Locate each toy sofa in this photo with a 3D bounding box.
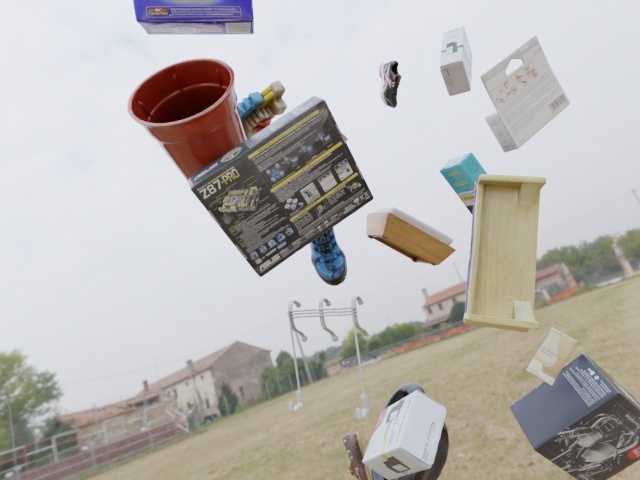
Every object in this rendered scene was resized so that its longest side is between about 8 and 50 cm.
[{"bbox_3d":[0.440,0.031,0.998,0.150,0.363,0.177,5,-7,15],"label":"toy sofa"}]

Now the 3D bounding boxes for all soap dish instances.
[{"bbox_3d":[0.320,-0.013,1.519,0.290,0.118,0.229,28,-4,-12],"label":"soap dish"}]

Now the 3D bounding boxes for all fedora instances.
[{"bbox_3d":[0.280,0.605,1.212,0.152,0.334,0.334,24,-27,-7],"label":"fedora"}]

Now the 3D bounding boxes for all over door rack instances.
[{"bbox_3d":[0.024,0.332,1.194,0.239,0.324,0.108,-9,-14,29],"label":"over door rack"}]

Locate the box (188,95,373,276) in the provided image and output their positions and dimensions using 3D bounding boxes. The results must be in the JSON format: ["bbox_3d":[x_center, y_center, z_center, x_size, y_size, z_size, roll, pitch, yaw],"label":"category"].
[{"bbox_3d":[-0.091,-0.134,1.086,0.395,0.097,0.318,-35,-57,-3],"label":"box"}]

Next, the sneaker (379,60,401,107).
[{"bbox_3d":[0.273,-0.601,1.563,0.072,0.178,0.077,-13,4,-41],"label":"sneaker"}]

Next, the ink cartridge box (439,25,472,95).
[{"bbox_3d":[0.529,-0.693,1.589,0.086,0.209,0.153,-5,-32,32],"label":"ink cartridge box"}]

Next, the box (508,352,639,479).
[{"bbox_3d":[0.882,0.601,1.351,0.343,0.179,0.312,36,-71,-19],"label":"box"}]

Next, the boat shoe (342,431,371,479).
[{"bbox_3d":[0.133,0.798,1.456,0.073,0.207,0.073,-15,-27,-2],"label":"boat shoe"}]

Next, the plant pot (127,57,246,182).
[{"bbox_3d":[-0.319,-0.290,1.096,0.272,0.272,0.265,-19,-37,-3],"label":"plant pot"}]

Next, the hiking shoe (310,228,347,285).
[{"bbox_3d":[0.000,0.000,1.320,0.113,0.304,0.132,-21,-24,8],"label":"hiking shoe"}]

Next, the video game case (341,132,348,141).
[{"bbox_3d":[-0.037,-0.346,1.511,0.206,0.026,0.227,32,-79,-35],"label":"video game case"}]

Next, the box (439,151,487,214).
[{"bbox_3d":[0.470,-0.142,1.222,0.060,0.244,0.100,-44,12,-15],"label":"box"}]

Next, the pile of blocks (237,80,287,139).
[{"bbox_3d":[-0.263,-0.419,1.469,0.362,0.113,0.149,-36,-8,17],"label":"pile of blocks"}]

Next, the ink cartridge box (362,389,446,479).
[{"bbox_3d":[0.171,0.403,0.845,0.127,0.072,0.175,-55,-4,-41],"label":"ink cartridge box"}]

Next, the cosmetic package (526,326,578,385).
[{"bbox_3d":[0.519,0.259,0.918,0.115,0.060,0.041,-61,-31,0],"label":"cosmetic package"}]

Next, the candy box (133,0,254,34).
[{"bbox_3d":[-0.299,-0.661,0.947,0.268,0.317,0.122,-5,12,-10],"label":"candy box"}]

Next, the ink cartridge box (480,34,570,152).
[{"bbox_3d":[0.654,-0.479,1.340,0.296,0.261,0.066,-38,12,-17],"label":"ink cartridge box"}]
